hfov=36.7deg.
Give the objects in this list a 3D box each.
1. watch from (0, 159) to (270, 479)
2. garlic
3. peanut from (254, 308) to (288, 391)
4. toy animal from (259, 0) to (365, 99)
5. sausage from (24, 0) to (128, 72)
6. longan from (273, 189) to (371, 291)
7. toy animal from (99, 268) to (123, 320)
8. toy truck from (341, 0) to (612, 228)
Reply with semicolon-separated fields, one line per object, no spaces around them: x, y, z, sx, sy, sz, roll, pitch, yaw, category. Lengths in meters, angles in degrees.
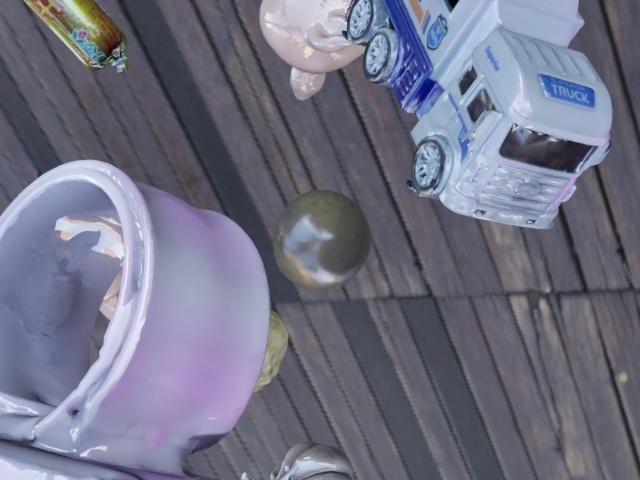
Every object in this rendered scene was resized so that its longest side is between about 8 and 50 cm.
-0.129;0.064;0.579;0.248;0.217;0.211;1;163;43;watch
-0.034;0.368;1.477;0.194;0.131;0.127;18;111;-24;garlic
-0.144;0.140;1.225;0.253;0.122;0.137;-1;123;38;peanut
0.060;-0.359;1.507;0.326;0.269;0.237;24;162;-12;toy animal
-0.384;-0.358;1.249;0.082;0.082;0.371;-26;113;41;sausage
0.000;0.000;1.586;0.167;0.167;0.187;4;168;28;longan
-0.334;0.052;1.611;0.250;0.166;0.154;43;148;-23;toy animal
0.126;-0.149;0.749;0.124;0.268;0.155;8;135;-29;toy truck
